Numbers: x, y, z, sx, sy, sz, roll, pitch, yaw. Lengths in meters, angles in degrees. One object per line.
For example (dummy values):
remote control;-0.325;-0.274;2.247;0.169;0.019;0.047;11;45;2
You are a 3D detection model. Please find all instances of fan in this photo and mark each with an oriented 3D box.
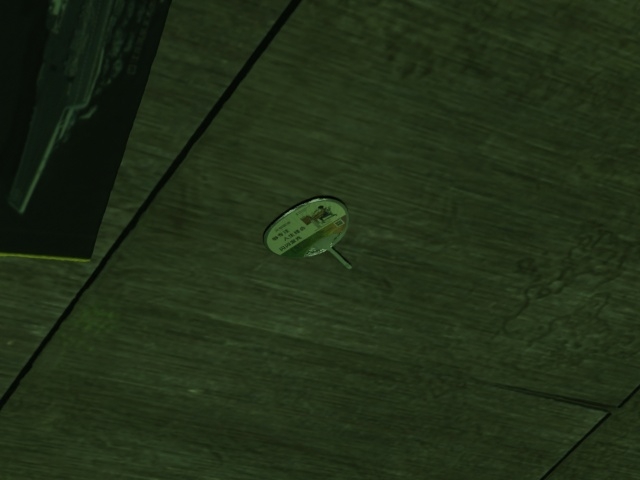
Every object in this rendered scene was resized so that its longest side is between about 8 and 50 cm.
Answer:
fan;0.002;-0.006;1.217;0.080;0.003;0.060;12;131;-31

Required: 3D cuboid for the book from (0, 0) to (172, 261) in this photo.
book;-0.204;-0.124;0.816;0.374;0.028;0.262;6;107;-52
